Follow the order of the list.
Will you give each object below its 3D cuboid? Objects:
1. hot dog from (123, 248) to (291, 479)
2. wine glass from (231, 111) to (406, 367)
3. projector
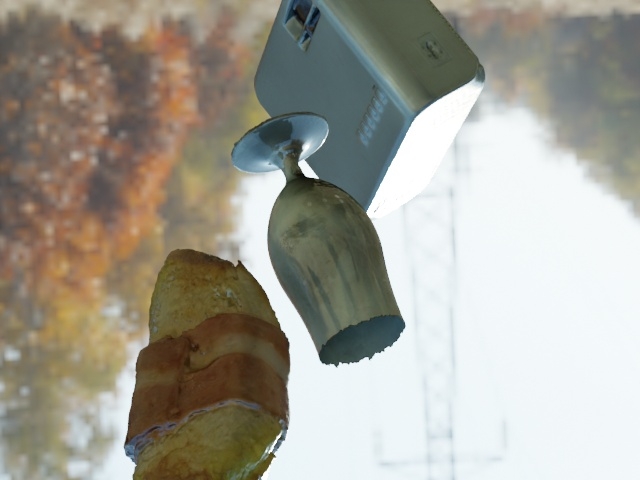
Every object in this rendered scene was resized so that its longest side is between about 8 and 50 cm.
[{"bbox_3d":[-0.076,0.118,1.418,0.123,0.093,0.261,-15,-135,21],"label":"hot dog"},{"bbox_3d":[0.000,0.000,1.609,0.093,0.202,0.093,-17,154,-9],"label":"wine glass"},{"bbox_3d":[0.045,-0.162,1.970,0.108,0.198,0.250,-31,163,-25],"label":"projector"}]
